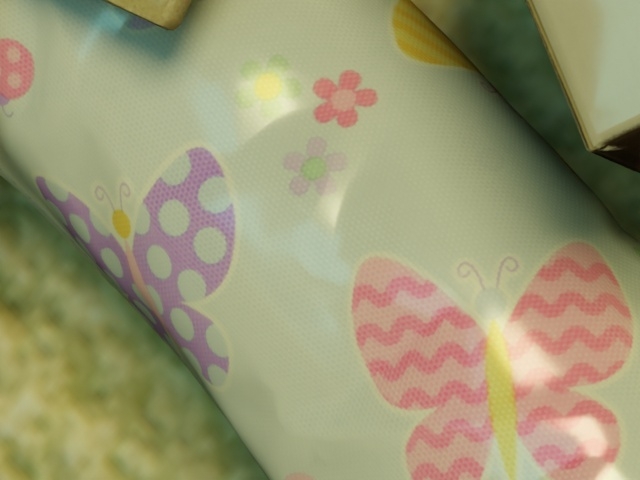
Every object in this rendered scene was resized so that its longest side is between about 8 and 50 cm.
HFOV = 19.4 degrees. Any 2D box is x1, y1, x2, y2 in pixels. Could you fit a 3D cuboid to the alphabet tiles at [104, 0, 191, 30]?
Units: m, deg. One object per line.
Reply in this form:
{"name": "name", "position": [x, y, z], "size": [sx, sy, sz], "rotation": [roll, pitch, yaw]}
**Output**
{"name": "alphabet tiles", "position": [-0.095, -0.208, 0.487], "size": [0.285, 0.011, 0.342], "rotation": [27, 93, 29]}

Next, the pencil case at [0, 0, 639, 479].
{"name": "pencil case", "position": [0.000, 0.000, 0.488], "size": [0.124, 0.113, 0.273], "rotation": [-44, 73, 2]}

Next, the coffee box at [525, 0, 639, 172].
{"name": "coffee box", "position": [0.184, -0.122, 0.394], "size": [0.297, 0.168, 0.119], "rotation": [-25, 78, 18]}
